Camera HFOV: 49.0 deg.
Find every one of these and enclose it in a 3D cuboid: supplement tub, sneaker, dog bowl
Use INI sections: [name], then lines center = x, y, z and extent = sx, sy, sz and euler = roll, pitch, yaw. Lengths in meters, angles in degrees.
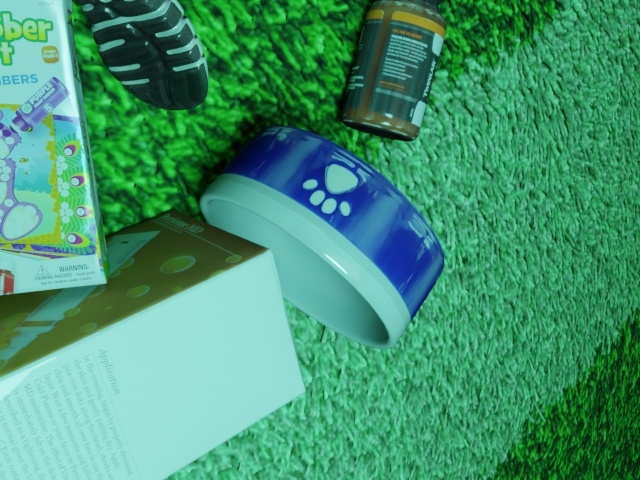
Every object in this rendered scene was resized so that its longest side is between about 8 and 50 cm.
[supplement tub]
center = 0.097, -0.232, 0.889
extent = 0.106, 0.106, 0.198
euler = 11, 97, -39
[sneaker]
center = -0.172, -0.269, 0.679
extent = 0.281, 0.106, 0.162
euler = 63, 30, -53
[dog bowl]
center = 0.000, 0.000, 0.778
extent = 0.104, 0.265, 0.265
euler = -53, 127, -17

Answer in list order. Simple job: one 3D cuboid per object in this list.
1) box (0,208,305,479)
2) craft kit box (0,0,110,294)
[box]
center = -0.224, 0.123, 0.671
extent = 0.345, 0.215, 0.168
euler = -26, 117, -30
[craft kit box]
center = -0.319, -0.070, 0.584
extent = 0.250, 0.061, 0.246
euler = -7, 107, -10
